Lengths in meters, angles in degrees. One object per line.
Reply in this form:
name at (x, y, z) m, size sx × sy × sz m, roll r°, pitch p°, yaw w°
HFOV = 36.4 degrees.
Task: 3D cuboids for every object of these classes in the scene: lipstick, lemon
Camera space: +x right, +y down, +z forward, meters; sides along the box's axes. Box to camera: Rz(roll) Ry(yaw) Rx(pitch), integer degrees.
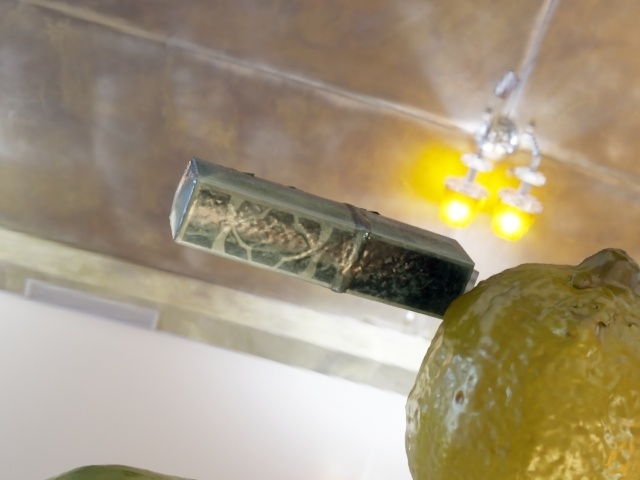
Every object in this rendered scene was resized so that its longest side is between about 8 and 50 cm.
lipstick at (0.000, 0.000, 0.926) m, size 0.289 × 0.077 × 0.076 m, roll 17°, pitch -161°, yaw -17°
lemon at (0.206, 0.153, 0.892) m, size 0.245 × 0.320 × 0.245 m, roll 20°, pitch -169°, yaw -4°

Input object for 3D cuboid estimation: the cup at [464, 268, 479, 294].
cup at (0.126, 0.048, 1.178) m, size 0.116 × 0.074 × 0.104 m, roll 24°, pitch -158°, yaw 8°

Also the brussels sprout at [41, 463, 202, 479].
brussels sprout at (-0.092, 0.200, 0.367) m, size 0.244 × 0.244 × 0.244 m, roll 15°, pitch -156°, yaw -7°
